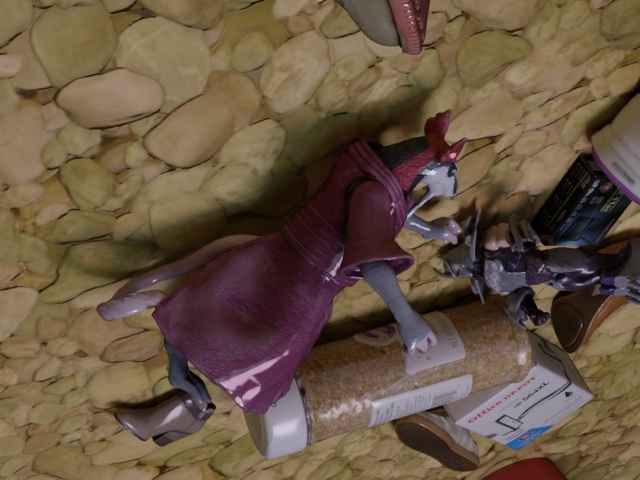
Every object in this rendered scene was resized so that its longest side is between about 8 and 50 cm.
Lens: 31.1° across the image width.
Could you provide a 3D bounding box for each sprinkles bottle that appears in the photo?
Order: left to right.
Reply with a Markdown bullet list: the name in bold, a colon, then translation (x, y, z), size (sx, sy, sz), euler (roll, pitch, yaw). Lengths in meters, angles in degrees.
- **sprinkles bottle**: translation (0.081, 0.165, 1.425), size (0.355, 0.121, 0.121), euler (-14, 143, -18)

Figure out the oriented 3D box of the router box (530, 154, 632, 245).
- **router box**: translation (0.322, -0.046, 1.382), size (0.092, 0.038, 0.122), euler (-1, 138, -32)

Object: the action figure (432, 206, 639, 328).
- **action figure**: translation (0.272, 0.034, 1.338), size (0.285, 0.099, 0.185), euler (1, 157, 13)

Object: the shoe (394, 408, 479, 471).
- **shoe**: translation (0.173, 0.284, 1.702), size (0.076, 0.058, 0.219), euler (-8, 150, 29)

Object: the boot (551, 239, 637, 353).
- **boot**: translation (0.404, 0.073, 1.560), size (0.152, 0.073, 0.197), euler (-16, 146, -22)

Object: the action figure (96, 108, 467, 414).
- **action figure**: translation (0.000, 0.000, 1.170), size (0.275, 0.248, 0.370), euler (38, 102, -7)

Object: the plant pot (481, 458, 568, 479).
- **plant pot**: translation (0.373, 0.526, 1.966), size (0.275, 0.243, 0.275), euler (-17, 144, -13)

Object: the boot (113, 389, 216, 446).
- **boot**: translation (-0.183, 0.205, 1.385), size (0.087, 0.042, 0.118), euler (-39, 145, 6)

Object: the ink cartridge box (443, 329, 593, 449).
- **ink cartridge box**: translation (0.273, 0.209, 1.635), size (0.148, 0.086, 0.203), euler (-39, 144, 18)

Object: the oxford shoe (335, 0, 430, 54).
- **oxford shoe**: translation (-0.007, -0.266, 0.849), size (0.146, 0.140, 0.397), euler (-2, 155, 19)

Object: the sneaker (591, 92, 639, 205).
- **sneaker**: translation (0.447, -0.053, 1.253), size (0.152, 0.305, 0.114), euler (-50, 174, 19)
